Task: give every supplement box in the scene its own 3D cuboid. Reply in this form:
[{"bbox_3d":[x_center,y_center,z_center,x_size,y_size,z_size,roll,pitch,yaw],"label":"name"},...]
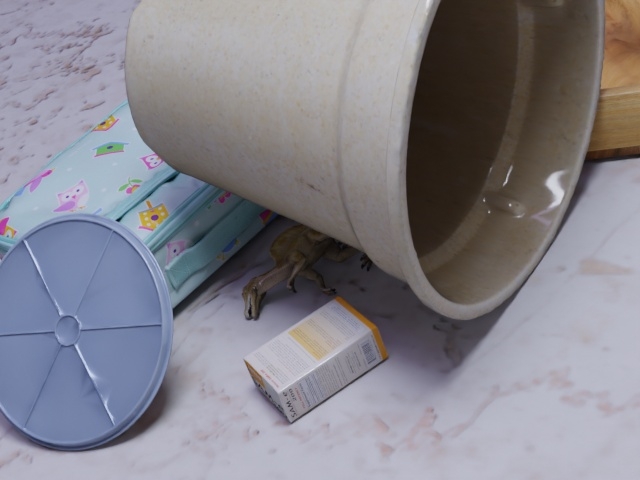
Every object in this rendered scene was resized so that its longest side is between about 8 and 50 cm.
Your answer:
[{"bbox_3d":[-0.004,0.095,1.036,0.098,0.036,0.062,-32,36,-15],"label":"supplement box"}]

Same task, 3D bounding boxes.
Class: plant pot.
[{"bbox_3d":[0.022,-0.135,1.040,0.306,0.333,0.334,16,49,31],"label":"plant pot"}]

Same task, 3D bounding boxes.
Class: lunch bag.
[{"bbox_3d":[-0.162,-0.040,1.240,0.224,0.107,0.279,14,48,41],"label":"lunch bag"}]

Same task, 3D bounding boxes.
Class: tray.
[{"bbox_3d":[0.294,-0.227,1.282,0.203,0.076,0.411,-6,37,22],"label":"tray"}]

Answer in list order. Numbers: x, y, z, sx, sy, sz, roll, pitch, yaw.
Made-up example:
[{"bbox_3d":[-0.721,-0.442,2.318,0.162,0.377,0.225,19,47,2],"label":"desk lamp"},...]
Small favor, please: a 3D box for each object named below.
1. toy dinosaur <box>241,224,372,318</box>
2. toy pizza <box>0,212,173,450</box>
[{"bbox_3d":[0.000,0.000,1.149,0.093,0.053,0.183,15,49,43],"label":"toy dinosaur"},{"bbox_3d":[-0.207,0.077,1.089,0.201,0.032,0.201,-3,82,25],"label":"toy pizza"}]
